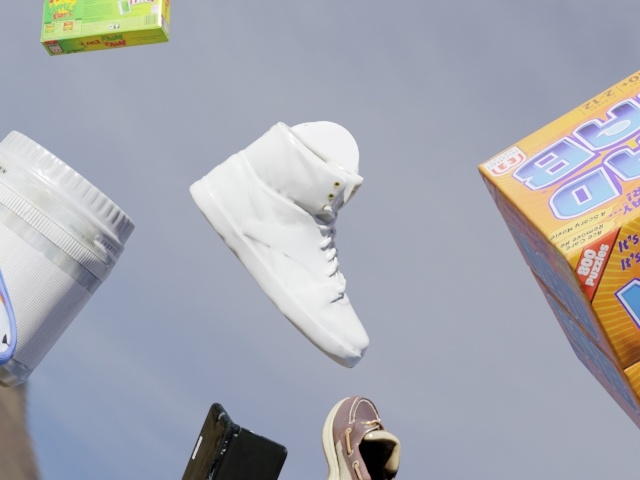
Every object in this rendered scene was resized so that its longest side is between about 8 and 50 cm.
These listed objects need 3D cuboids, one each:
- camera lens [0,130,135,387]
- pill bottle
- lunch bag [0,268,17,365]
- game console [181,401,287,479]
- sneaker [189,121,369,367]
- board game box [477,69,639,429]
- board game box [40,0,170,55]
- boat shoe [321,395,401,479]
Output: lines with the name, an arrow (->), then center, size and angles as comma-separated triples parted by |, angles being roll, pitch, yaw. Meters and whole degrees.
camera lens -> -0.393, 0.029, 2.150 | 0.219, 0.274, 0.219 | 37, -8, 6
pill bottle -> -0.019, -0.089, 2.319 | 0.124, 0.124, 0.221 | 57, -16, 2
lunch bag -> -0.373, -0.015, 1.406 | 0.243, 0.115, 0.303 | 16, 45, -49
game console -> -0.106, 0.273, 2.060 | 0.122, 0.071, 0.107 | -68, -153, 12
sneaker -> 0.000, 0.000, 2.032 | 0.292, 0.169, 0.108 | 50, 9, -8
board game box -> 0.484, 0.009, 2.267 | 0.356, 0.356, 0.356 | 60, -1, -24
board game box -> -0.310, -0.326, 2.487 | 0.043, 0.181, 0.092 | 64, 24, -62
boat shoe -> 0.079, 0.347, 2.710 | 0.123, 0.123, 0.342 | 49, 22, -17
